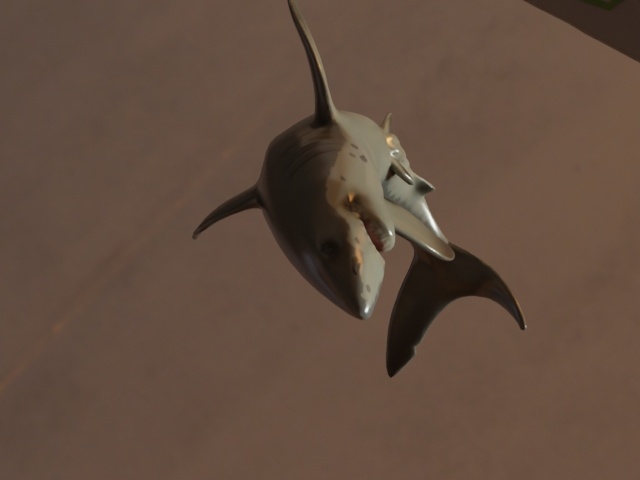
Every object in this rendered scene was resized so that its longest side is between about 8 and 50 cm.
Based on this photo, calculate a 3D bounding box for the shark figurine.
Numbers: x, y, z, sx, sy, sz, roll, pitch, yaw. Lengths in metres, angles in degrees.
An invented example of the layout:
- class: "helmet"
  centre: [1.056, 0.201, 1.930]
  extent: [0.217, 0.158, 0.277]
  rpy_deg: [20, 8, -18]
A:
- class: "shark figurine"
  centre: [0.000, -0.012, 0.986]
  extent: [0.116, 0.278, 0.166]
  rpy_deg: [-28, -104, 12]

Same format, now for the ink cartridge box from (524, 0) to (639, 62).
- class: "ink cartridge box"
  centre: [0.111, -0.135, 0.721]
  extent: [0.109, 0.209, 0.062]
  rpy_deg: [-59, -171, 24]
